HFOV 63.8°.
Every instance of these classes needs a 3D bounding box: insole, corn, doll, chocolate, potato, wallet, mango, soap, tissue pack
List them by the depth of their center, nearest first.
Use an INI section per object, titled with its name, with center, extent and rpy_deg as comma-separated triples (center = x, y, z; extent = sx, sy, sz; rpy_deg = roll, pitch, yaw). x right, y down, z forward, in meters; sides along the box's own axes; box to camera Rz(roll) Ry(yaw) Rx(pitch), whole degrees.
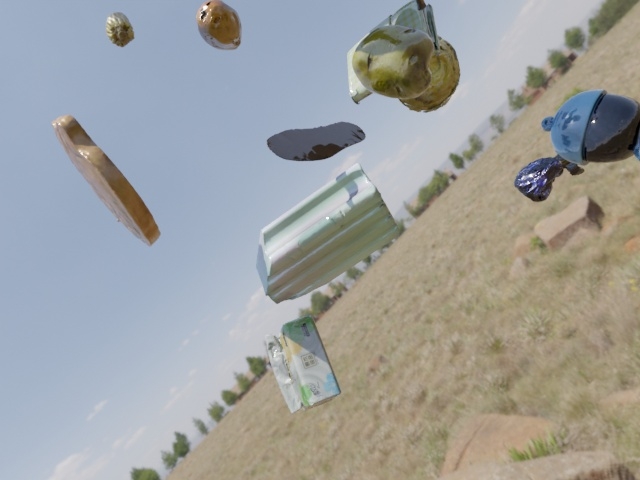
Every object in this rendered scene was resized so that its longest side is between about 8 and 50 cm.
[doll]
center = 0.645, -0.240, 1.131
extent = 0.141, 0.313, 0.177
rpy_deg = 37, -103, -52
[insole]
center = 0.003, -0.229, 1.177
extent = 0.327, 0.111, 0.007
rpy_deg = -27, -25, -47
[potato]
center = 0.169, -0.411, 1.186
extent = 0.136, 0.200, 0.155
rpy_deg = -1, -72, -51
[soap]
center = 0.000, 0.000, 1.202
extent = 0.346, 0.115, 0.208
rpy_deg = -35, -37, 5
[tissue pack]
center = -0.057, 0.345, 1.416
extent = 0.145, 0.230, 0.159
rpy_deg = -17, -20, -15
[chocolate]
center = 0.758, -0.261, 1.571
extent = 0.343, 0.148, 0.126
rpy_deg = -51, 4, 45
[wallet]
center = 0.215, -0.592, 1.609
extent = 0.309, 0.224, 0.077
rpy_deg = -22, -24, 37
[mango]
center = -0.348, -0.746, 1.814
extent = 0.151, 0.156, 0.249
rpy_deg = -34, -7, 0
[corn]
center = -0.721, -0.763, 1.845
extent = 0.097, 0.097, 0.320
rpy_deg = -46, 36, 9

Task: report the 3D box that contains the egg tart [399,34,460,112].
[egg tart]
center = 0.366, -0.590, 1.792
extent = 0.279, 0.279, 0.095
rpy_deg = -46, 8, 2

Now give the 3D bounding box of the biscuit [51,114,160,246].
[biscuit]
center = -0.526, -0.133, 1.263
extent = 0.062, 0.365, 0.385
rpy_deg = -39, 1, -18

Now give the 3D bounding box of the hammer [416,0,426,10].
[hammer]
center = 0.240, -0.704, 1.367
extent = 0.078, 0.021, 0.201
rpy_deg = -56, -44, -13
